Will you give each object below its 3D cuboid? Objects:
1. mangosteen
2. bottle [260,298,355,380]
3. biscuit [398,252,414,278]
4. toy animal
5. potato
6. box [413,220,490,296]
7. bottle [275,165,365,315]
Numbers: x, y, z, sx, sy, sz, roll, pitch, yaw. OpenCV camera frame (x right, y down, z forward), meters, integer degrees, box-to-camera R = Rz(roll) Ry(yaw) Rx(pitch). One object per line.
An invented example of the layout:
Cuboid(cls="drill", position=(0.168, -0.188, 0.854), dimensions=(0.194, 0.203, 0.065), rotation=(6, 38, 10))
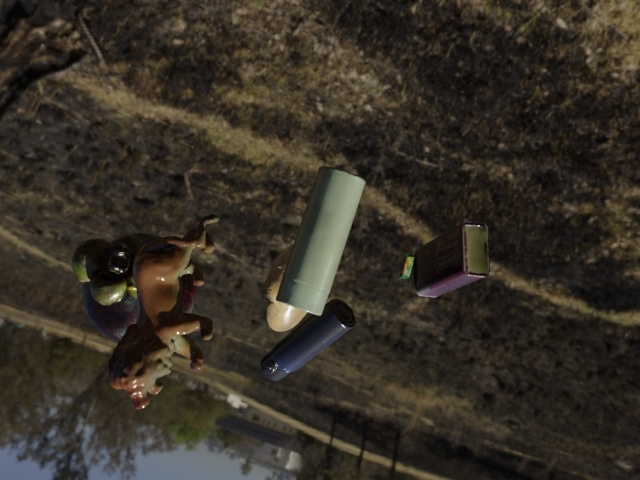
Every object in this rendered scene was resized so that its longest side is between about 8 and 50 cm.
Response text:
Cuboid(cls="mangosteen", position=(-0.495, 0.125, 1.744), dimensions=(0.330, 0.330, 0.330), rotation=(17, 163, 5))
Cuboid(cls="bottle", position=(-0.034, 0.217, 1.388), dimensions=(0.244, 0.072, 0.082), rotation=(-42, 165, 30))
Cuboid(cls="biscuit", position=(0.286, 0.086, 2.149), dimensions=(0.046, 0.089, 0.016), rotation=(7, -169, -39))
Cuboid(cls="toy animal", position=(-0.254, 0.110, 1.047), dimensions=(0.158, 0.312, 0.097), rotation=(5, 169, -28))
Cuboid(cls="potato", position=(-0.067, 0.108, 1.627), dimensions=(0.161, 0.234, 0.128), rotation=(-17, -146, -42))
Cuboid(cls="box", position=(0.276, 0.044, 1.388), dimensions=(0.069, 0.120, 0.224), rotation=(7, 164, -16))
Cuboid(cls="bottle", position=(0.000, 0.000, 0.921), dimensions=(0.072, 0.201, 0.072), rotation=(19, 176, 1))
